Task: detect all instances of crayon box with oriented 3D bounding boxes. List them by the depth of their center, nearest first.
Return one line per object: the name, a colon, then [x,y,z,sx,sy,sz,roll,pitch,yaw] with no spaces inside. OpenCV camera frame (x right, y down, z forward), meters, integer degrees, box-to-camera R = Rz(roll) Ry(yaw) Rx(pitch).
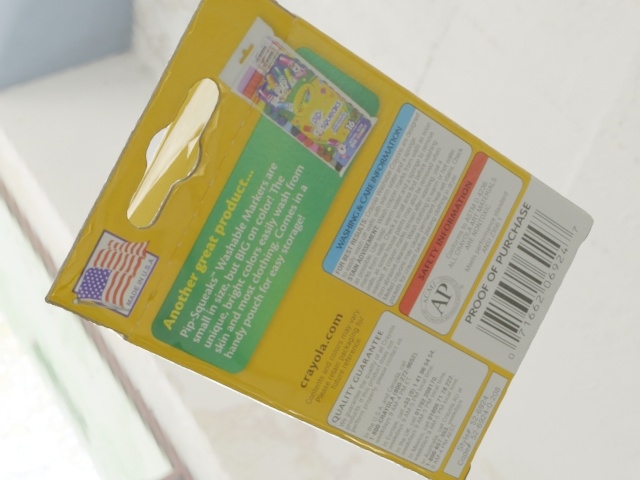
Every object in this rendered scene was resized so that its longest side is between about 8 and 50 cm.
crayon box: [0.000,0.000,0.785,0.323,0.203,0.083,30,-4,-35]
